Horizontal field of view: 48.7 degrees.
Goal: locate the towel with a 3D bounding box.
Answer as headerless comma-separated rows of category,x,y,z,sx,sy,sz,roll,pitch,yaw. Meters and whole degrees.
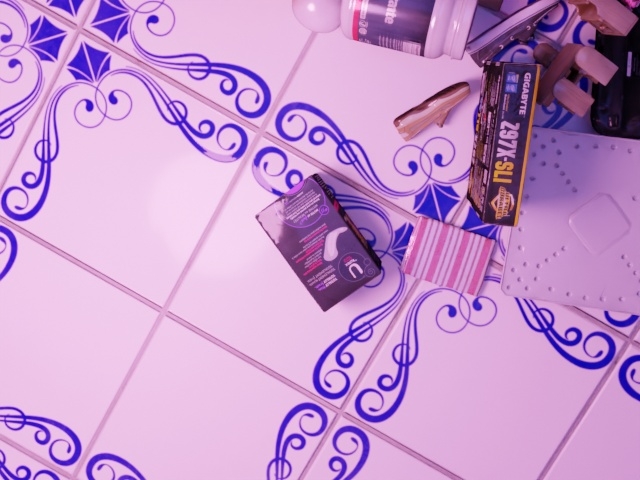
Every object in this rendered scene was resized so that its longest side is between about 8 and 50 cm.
towel,0.300,0.037,1.664,0.197,0.029,0.144,18,97,0

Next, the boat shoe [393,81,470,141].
boat shoe,0.264,-0.291,1.618,0.190,0.068,0.072,-28,106,16

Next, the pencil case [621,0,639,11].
pencil case,0.698,-0.547,1.419,0.209,0.095,0.098,-23,100,9

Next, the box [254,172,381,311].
box,0.000,0.000,1.620,0.165,0.143,0.270,-35,93,9

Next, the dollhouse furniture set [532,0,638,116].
dollhouse furniture set,0.509,-0.407,1.482,0.161,0.212,0.242,31,102,-15

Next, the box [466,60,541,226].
box,0.378,-0.213,1.493,0.079,0.257,0.322,6,105,4

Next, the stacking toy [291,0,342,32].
stacking toy,-0.113,-0.647,1.515,0.351,0.350,0.480,-36,108,7

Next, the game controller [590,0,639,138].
game controller,0.690,-0.385,1.564,0.166,0.067,0.319,5,89,-10

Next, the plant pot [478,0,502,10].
plant pot,0.370,-0.584,1.558,0.109,0.096,0.109,20,97,1

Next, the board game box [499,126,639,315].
board game box,0.632,-0.041,1.619,0.390,0.050,0.390,8,97,3

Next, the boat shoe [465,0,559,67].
boat shoe,0.437,-0.464,1.577,0.228,0.080,0.076,-32,103,6

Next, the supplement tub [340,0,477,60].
supplement tub,0.194,-0.502,1.520,0.272,0.191,0.191,16,97,8
